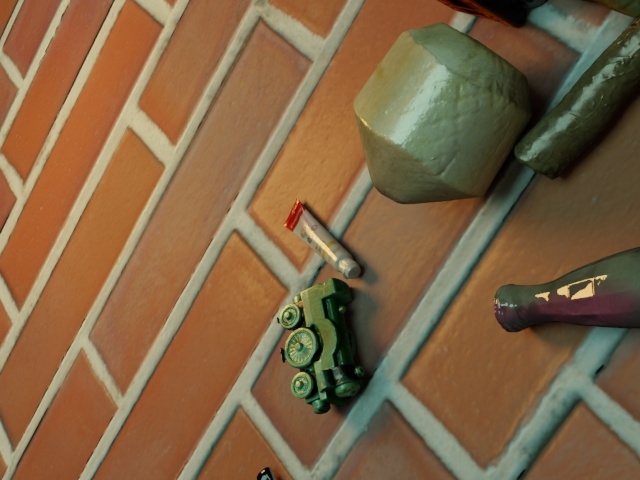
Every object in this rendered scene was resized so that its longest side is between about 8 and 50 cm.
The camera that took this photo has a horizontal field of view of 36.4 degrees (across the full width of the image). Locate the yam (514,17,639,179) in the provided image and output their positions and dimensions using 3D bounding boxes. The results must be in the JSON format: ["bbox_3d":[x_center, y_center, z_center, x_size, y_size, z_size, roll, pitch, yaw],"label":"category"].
[{"bbox_3d":[0.340,-0.192,1.097,0.299,0.066,0.066,-50,48,23],"label":"yam"}]

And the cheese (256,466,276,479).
[{"bbox_3d":[-0.053,0.387,1.347,0.086,0.036,0.162,-53,47,25],"label":"cheese"}]

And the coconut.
[{"bbox_3d":[0.140,-0.143,1.192,0.202,0.202,0.222,46,110,43],"label":"coconut"}]

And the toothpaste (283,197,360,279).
[{"bbox_3d":[0.000,0.000,1.417,0.190,0.031,0.048,43,113,47],"label":"toothpaste"}]

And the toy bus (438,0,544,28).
[{"bbox_3d":[0.240,-0.449,1.222,0.153,0.143,0.329,28,100,47],"label":"toy bus"}]

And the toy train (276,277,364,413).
[{"bbox_3d":[0.005,0.146,1.340,0.105,0.071,0.178,-27,58,26],"label":"toy train"}]

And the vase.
[{"bbox_3d":[0.289,0.061,1.065,0.214,0.086,0.086,-15,67,47],"label":"vase"}]

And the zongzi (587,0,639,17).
[{"bbox_3d":[0.371,-0.360,1.049,0.256,0.115,0.228,-47,16,14],"label":"zongzi"}]
